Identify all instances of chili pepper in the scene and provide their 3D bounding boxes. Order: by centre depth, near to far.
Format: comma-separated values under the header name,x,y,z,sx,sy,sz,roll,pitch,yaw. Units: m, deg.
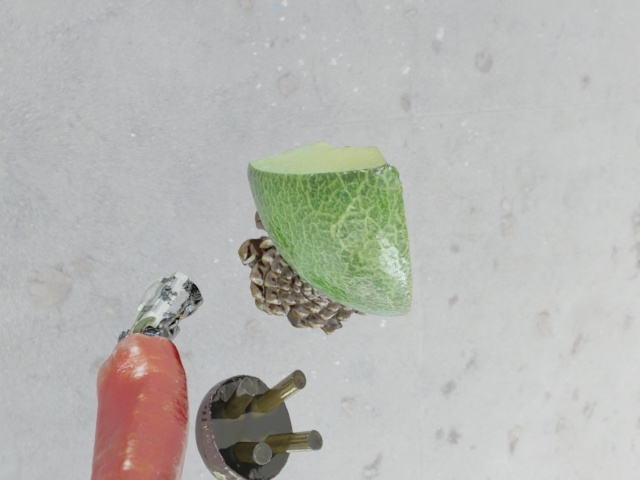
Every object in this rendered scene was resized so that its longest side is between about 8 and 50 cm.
name,x,y,z,sx,sy,sz,roll,pitch,yaw
chili pepper,-0.131,0.132,0.423,0.071,0.272,0.063,5,112,-16

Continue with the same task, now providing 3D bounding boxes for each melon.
name,x,y,z,sx,sy,sz,roll,pitch,yaw
melon,0.054,0.000,0.994,0.226,0.331,0.344,-44,123,-43

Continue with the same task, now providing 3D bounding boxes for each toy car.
name,x,y,z,sx,sy,sz,roll,pitch,yaw
toy car,-0.378,0.209,1.290,0.118,0.301,0.193,34,38,-10

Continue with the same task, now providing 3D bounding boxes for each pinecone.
name,x,y,z,sx,sy,sz,roll,pitch,yaw
pinecone,0.000,0.000,1.370,0.384,0.384,0.385,-5,100,-30

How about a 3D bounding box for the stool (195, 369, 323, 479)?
name,x,y,z,sx,sy,sz,roll,pitch,yaw
stool,-0.142,0.438,1.389,0.272,0.178,0.272,26,47,-32
